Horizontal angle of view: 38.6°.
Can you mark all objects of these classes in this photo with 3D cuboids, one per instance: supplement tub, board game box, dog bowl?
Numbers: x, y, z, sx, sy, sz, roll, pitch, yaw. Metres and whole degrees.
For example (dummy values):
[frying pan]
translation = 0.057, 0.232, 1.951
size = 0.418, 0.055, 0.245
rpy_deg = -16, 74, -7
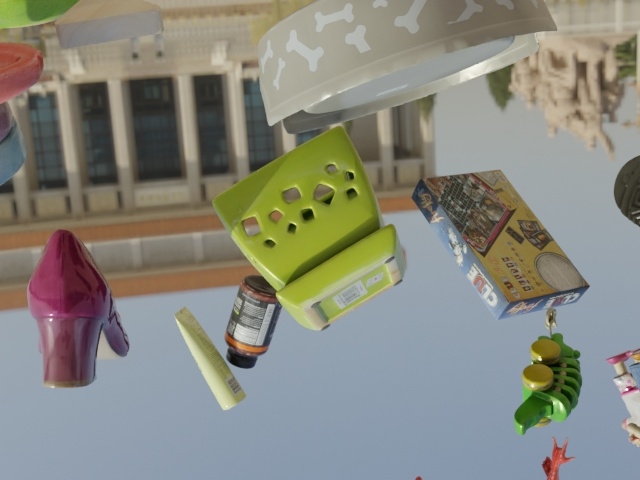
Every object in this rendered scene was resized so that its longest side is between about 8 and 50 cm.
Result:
[supplement tub]
translation = -0.150, 0.183, 2.021
size = 0.106, 0.198, 0.106
rpy_deg = 17, -161, -6
[board game box]
translation = 0.262, -0.001, 1.349
size = 0.165, 0.042, 0.243
rpy_deg = -8, -128, -32
[dog bowl]
translation = 0.087, -0.219, 1.027
size = 0.348, 0.102, 0.349
rpy_deg = -17, -179, 0

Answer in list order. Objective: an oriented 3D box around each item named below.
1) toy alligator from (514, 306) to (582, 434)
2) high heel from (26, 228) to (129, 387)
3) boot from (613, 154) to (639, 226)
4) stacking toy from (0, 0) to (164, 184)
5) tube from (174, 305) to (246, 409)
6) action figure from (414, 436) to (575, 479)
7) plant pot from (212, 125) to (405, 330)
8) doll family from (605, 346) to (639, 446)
[toy alligator]
translation = 0.231, 0.124, 0.886
size = 0.051, 0.056, 0.190
rpy_deg = 7, -147, 22
[high heel]
translation = -0.312, 0.073, 1.201
size = 0.127, 0.181, 0.377
rpy_deg = 1, -178, -15
[boot]
translation = 0.691, -0.026, 1.532
size = 0.260, 0.131, 0.348
rpy_deg = 15, -169, -45
[stacking toy]
translation = -0.299, -0.136, 0.788
size = 0.279, 0.130, 0.309
rpy_deg = -26, -139, -30
[tube]
translation = -0.248, 0.255, 1.996
size = 0.062, 0.240, 0.070
rpy_deg = -33, -175, -32
[action figure]
translation = 0.264, 0.328, 1.236
size = 0.280, 0.139, 0.091
rpy_deg = 1, 164, 43
[plant pot]
translation = 0.000, 0.000, 1.380
size = 0.227, 0.207, 0.228
rpy_deg = -31, 161, -1
[doll family]
translation = 0.427, 0.188, 1.018
size = 0.118, 0.163, 0.263
rpy_deg = -13, 168, -45
